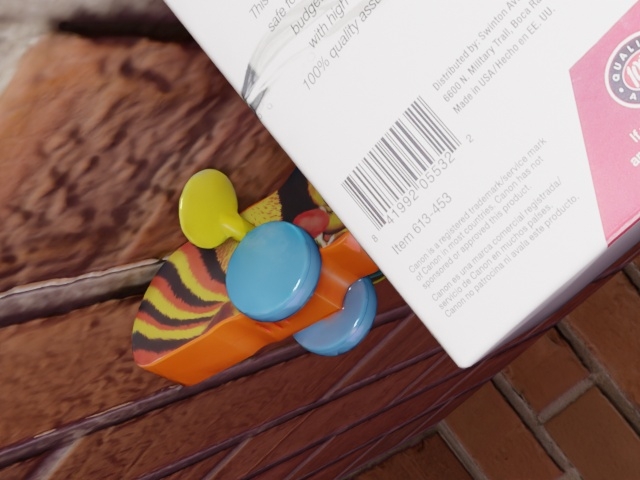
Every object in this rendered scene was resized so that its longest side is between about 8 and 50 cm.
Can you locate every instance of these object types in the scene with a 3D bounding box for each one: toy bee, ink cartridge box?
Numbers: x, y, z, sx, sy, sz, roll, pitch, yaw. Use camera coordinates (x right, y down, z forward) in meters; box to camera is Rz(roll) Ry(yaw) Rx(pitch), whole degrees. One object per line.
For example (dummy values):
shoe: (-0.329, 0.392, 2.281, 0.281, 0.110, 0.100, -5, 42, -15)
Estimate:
toy bee: (0.000, 0.000, 0.756, 0.298, 0.162, 0.195, -8, 149, 10)
ink cartridge box: (0.055, -0.099, 0.418, 0.172, 0.237, 0.100, -47, 164, 32)

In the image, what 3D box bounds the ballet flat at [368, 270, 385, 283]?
ballet flat: (0.047, -0.003, 0.956, 0.231, 0.077, 0.077, -26, 177, -38)
